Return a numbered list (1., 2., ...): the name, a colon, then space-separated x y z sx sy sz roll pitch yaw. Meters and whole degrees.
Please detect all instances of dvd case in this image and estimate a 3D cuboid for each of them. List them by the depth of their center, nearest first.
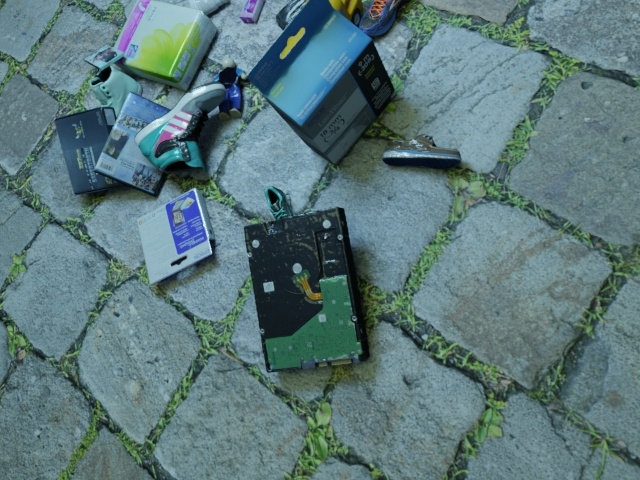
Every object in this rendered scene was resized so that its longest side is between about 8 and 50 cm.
1. dvd case: -0.508 -0.274 1.443 0.180 0.022 0.253 23 83 -13
2. dvd case: -0.652 -0.552 1.518 0.087 0.013 0.119 -43 51 -18

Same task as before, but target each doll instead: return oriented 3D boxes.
1. doll: -0.265 -0.437 1.433 0.129 0.046 0.189 -9 72 19

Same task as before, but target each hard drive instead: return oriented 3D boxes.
1. hard drive: -0.033 0.112 1.129 0.236 0.064 0.339 -12 85 19

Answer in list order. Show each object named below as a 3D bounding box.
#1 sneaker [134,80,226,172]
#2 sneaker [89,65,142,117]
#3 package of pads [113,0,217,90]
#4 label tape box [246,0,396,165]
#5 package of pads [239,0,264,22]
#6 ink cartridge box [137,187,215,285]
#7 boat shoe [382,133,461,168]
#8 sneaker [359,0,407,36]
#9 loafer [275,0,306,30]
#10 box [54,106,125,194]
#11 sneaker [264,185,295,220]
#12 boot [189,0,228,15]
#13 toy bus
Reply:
1. sneaker: -0.347 -0.281 1.365 0.295 0.124 0.178 -34 82 12
2. sneaker: -0.667 -0.405 1.530 0.094 0.151 0.256 27 86 26
3. package of pads: -0.479 -0.605 1.540 0.296 0.101 0.229 24 86 26
4. label tape box: 0.020 -0.343 1.128 0.106 0.333 0.241 41 93 27
5. package of pads: -0.201 -0.684 1.485 0.050 0.032 0.083 15 81 27
6. ink cartridge box: -0.388 -0.007 1.361 0.206 0.045 0.208 -25 66 14
7. boat shoe: 0.232 -0.207 1.151 0.183 0.066 0.066 8 77 24
8. sneaker: 0.169 -0.619 1.284 0.083 0.087 0.221 36 91 27
9. loafer: -0.032 -0.668 1.386 0.223 0.076 0.078 -40 72 11
10. box: -0.670 -0.261 1.490 0.183 0.059 0.233 -6 100 21
11. sneaker: -0.098 -0.066 1.241 0.065 0.076 0.167 -33 66 12
12. boot: -0.359 -0.819 1.567 0.123 0.095 0.258 -21 77 9
13. toy bus: -0.008 -0.506 1.300 0.108 0.130 0.333 21 84 26
